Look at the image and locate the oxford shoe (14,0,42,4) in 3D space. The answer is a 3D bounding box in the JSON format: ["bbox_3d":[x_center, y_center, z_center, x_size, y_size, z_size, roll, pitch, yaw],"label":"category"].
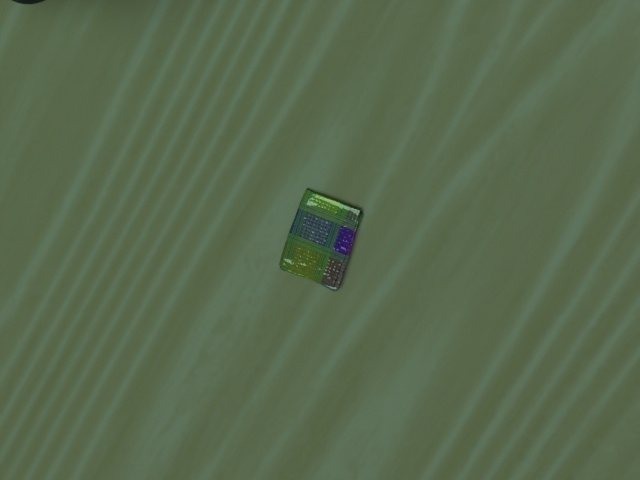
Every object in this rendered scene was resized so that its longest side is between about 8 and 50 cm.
[{"bbox_3d":[-0.161,-0.259,1.511,0.212,0.076,0.076,-25,97,6],"label":"oxford shoe"}]

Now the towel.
[{"bbox_3d":[0.000,0.000,1.702,0.060,0.009,0.083,21,109,11],"label":"towel"}]
